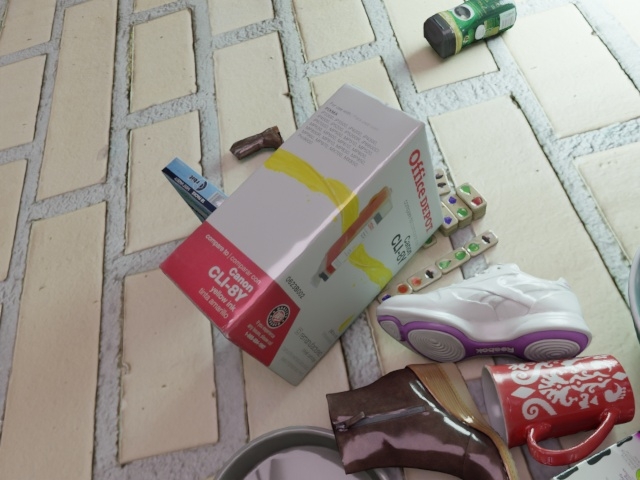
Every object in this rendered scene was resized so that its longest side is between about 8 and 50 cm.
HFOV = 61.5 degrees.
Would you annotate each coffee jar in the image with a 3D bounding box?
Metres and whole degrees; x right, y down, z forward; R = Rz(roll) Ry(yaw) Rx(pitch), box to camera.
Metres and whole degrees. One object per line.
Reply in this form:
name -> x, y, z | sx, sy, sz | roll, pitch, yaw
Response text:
coffee jar -> 0.318, -0.468, 1.159 | 0.184, 0.079, 0.096 | -25, 60, -3

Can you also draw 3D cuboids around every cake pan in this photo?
cake pan -> -0.027, 0.408, 0.730 | 0.293, 0.054, 0.293 | -6, 58, 10

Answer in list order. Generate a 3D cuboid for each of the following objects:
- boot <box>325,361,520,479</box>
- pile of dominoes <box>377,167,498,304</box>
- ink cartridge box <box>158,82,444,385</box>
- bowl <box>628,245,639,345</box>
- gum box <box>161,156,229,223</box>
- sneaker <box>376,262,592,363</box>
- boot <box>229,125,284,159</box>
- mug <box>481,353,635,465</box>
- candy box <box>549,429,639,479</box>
boot -> 0.133, 0.288, 0.726 | 0.207, 0.090, 0.248 | -15, 46, -9
pile of dominoes -> 0.167, -0.021, 0.950 | 0.251, 0.040, 0.196 | -30, 57, -6
ink cartridge box -> 0.000, 0.000, 0.820 | 0.160, 0.279, 0.384 | 37, 78, 31
bowl -> 0.552, 0.115, 0.698 | 0.312, 0.163, 0.311 | -6, 58, 10
gum box -> -0.188, -0.048, 0.968 | 0.157, 0.184, 0.041 | 36, 74, 30
sneaker -> 0.241, 0.108, 0.829 | 0.305, 0.114, 0.152 | 2, 46, 10
boot -> -0.131, -0.189, 1.127 | 0.114, 0.037, 0.106 | -21, 44, -3
mug -> 0.321, 0.228, 0.722 | 0.169, 0.113, 0.150 | -10, 53, 3
candy box -> 0.393, 0.316, 0.629 | 0.234, 0.071, 0.159 | -15, 54, -21
